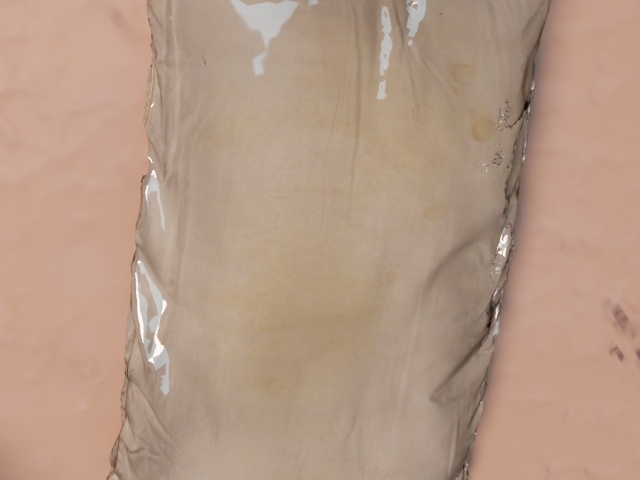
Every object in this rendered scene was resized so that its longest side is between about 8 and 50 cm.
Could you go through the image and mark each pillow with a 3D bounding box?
[{"bbox_3d":[0.000,0.000,0.553,0.128,0.051,0.229,-1,118,-13],"label":"pillow"}]
